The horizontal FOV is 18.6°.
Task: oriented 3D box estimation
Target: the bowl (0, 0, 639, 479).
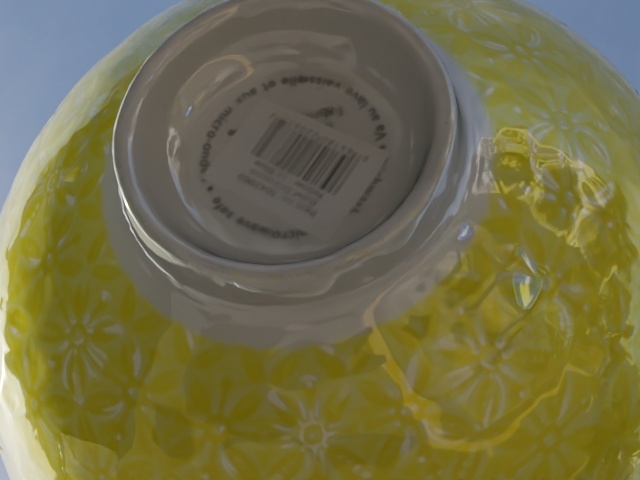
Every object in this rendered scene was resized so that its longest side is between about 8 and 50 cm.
[{"bbox_3d":[0.000,0.000,0.704,0.289,0.289,0.156,1,-28,11],"label":"bowl"}]
